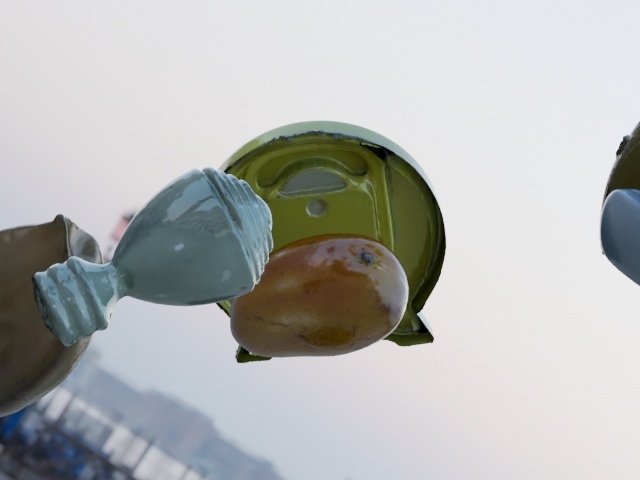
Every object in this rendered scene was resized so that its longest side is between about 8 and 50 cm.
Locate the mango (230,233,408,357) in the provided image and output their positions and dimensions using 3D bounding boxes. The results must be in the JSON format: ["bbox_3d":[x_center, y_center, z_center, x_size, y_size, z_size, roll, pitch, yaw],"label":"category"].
[{"bbox_3d":[-0.008,0.067,1.915,0.219,0.112,0.145,-23,-49,31],"label":"mango"}]

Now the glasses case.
[{"bbox_3d":[0.288,0.010,1.523,0.045,0.067,0.178,-3,22,-22],"label":"glasses case"}]

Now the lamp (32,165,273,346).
[{"bbox_3d":[-0.125,0.016,1.388,0.106,0.193,0.106,57,-15,25],"label":"lamp"}]

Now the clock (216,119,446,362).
[{"bbox_3d":[0.000,-0.004,2.029,0.277,0.293,0.071,-1,30,-1],"label":"clock"}]

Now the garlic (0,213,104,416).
[{"bbox_3d":[-0.340,0.040,1.546,0.338,0.151,0.196,6,-59,14],"label":"garlic"}]

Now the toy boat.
[{"bbox_3d":[0.283,-0.052,1.646,0.047,0.149,0.049,17,18,6],"label":"toy boat"}]
